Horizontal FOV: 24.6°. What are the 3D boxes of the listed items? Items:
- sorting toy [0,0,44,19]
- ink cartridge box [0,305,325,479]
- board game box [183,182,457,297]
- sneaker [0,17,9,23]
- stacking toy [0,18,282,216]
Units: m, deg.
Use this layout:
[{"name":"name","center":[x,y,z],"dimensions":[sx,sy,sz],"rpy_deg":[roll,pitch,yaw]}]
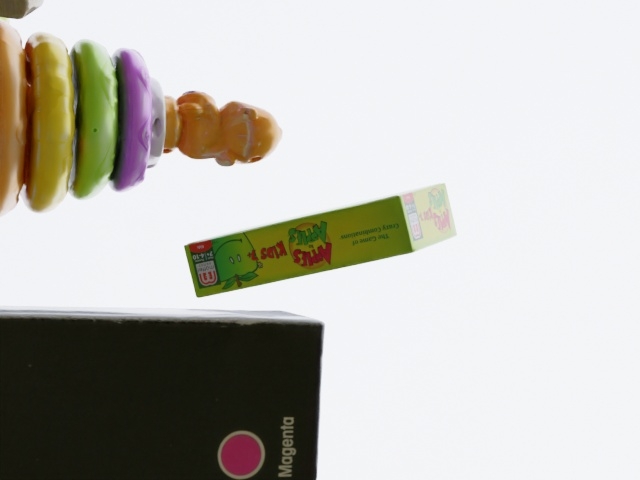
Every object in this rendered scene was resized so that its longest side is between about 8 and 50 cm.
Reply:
[{"name":"sorting toy","center":[-0.279,-0.286,0.912],"dimensions":[0.255,0.089,0.257],"rpy_deg":[11,-60,21]},{"name":"ink cartridge box","center":[-0.181,0.118,0.684],"dimensions":[0.371,0.069,0.176],"rpy_deg":[2,-90,-18]},{"name":"board game box","center":[0.000,0.000,1.102],"dimensions":[0.181,0.092,0.043],"rpy_deg":[-12,-88,27]},{"name":"sneaker","center":[-0.394,-0.176,1.368],"dimensions":[0.295,0.109,0.123],"rpy_deg":[0,-66,34]},{"name":"stacking toy","center":[-0.172,-0.085,1.053],"dimensions":[0.175,0.302,0.166],"rpy_deg":[123,-37,-59]}]
